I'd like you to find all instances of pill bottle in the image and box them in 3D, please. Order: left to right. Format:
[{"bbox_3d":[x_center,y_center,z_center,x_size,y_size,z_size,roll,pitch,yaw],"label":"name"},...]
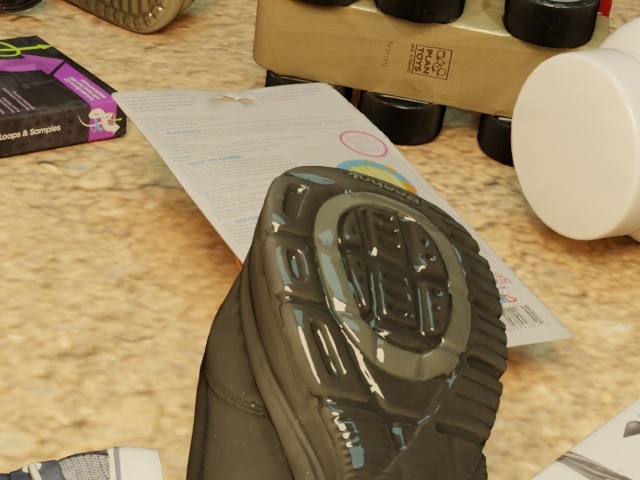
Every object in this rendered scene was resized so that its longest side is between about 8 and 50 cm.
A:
[{"bbox_3d":[0.234,-0.068,0.838,0.246,0.136,0.136,-10,32,-32],"label":"pill bottle"}]

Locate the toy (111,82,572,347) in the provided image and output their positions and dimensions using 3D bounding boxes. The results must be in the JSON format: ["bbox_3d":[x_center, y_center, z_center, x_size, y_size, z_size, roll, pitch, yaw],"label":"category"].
[{"bbox_3d":[0.000,0.000,0.731,0.137,0.056,0.237,-6,35,-33],"label":"toy"}]

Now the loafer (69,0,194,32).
[{"bbox_3d":[-0.184,-0.235,1.098,0.268,0.102,0.092,35,35,26],"label":"loafer"}]

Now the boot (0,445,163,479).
[{"bbox_3d":[-0.085,0.130,0.454,0.086,0.069,0.190,-5,21,-10],"label":"boot"}]

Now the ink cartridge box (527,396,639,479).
[{"bbox_3d":[0.130,0.121,0.523,0.109,0.063,0.150,26,32,31],"label":"ink cartridge box"}]

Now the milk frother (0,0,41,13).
[{"bbox_3d":[-0.250,-0.169,0.955,0.143,0.129,0.134,29,59,-21],"label":"milk frother"}]

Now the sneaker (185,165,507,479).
[{"bbox_3d":[0.007,0.115,0.462,0.109,0.130,0.286,17,45,-19],"label":"sneaker"}]

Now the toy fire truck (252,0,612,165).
[{"bbox_3d":[0.081,-0.159,0.994,0.217,0.158,0.246,11,37,5],"label":"toy fire truck"}]

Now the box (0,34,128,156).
[{"bbox_3d":[-0.212,-0.083,0.859,0.162,0.029,0.116,-16,35,-36],"label":"box"}]
